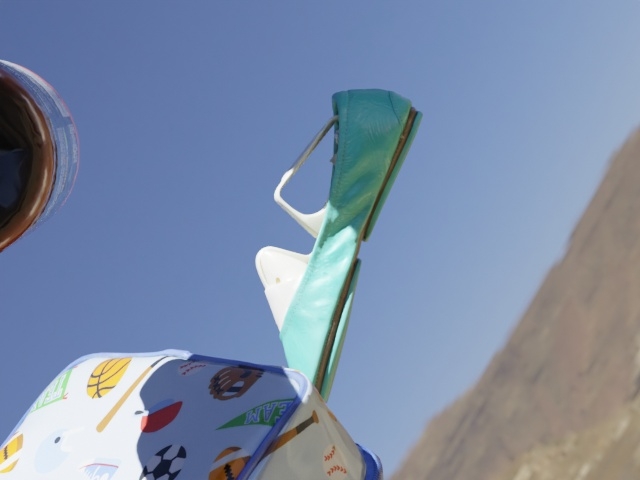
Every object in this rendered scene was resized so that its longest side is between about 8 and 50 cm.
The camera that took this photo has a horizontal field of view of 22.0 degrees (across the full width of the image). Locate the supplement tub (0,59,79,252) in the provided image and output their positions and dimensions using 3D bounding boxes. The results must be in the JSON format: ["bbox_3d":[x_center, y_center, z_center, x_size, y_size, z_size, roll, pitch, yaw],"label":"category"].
[{"bbox_3d":[-0.184,-0.046,0.874,0.106,0.106,0.198,-60,5,2],"label":"supplement tub"}]

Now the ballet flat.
[{"bbox_3d":[0.000,0.000,1.227,0.083,0.087,0.247,98,-170,-80],"label":"ballet flat"}]

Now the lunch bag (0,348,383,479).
[{"bbox_3d":[-0.123,0.189,1.028,0.303,0.115,0.243,-5,44,49],"label":"lunch bag"}]
